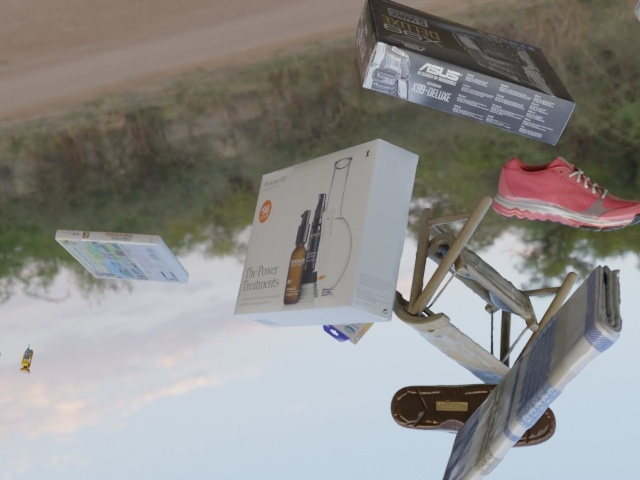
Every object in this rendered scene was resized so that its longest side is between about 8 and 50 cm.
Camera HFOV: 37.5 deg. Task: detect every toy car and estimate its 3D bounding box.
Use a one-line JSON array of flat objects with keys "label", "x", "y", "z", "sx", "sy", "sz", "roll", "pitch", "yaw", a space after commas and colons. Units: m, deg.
[{"label": "toy car", "x": -0.399, "y": 0.129, "z": 1.152, "sx": 0.060, "sy": 0.040, "sz": 0.122, "roll": 5, "pitch": 161, "yaw": 11}]

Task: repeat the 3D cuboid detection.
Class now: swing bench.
[{"label": "swing bench", "x": 0.265, "y": 0.105, "z": 1.580, "sx": 0.165, "sy": 0.253, "sz": 0.255, "roll": -13, "pitch": -135, "yaw": 51}]

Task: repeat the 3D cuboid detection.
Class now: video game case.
[{"label": "video game case", "x": -0.389, "y": 0.033, "z": 1.885, "sx": 0.206, "sy": 0.026, "sz": 0.227, "roll": 3, "pitch": 159, "yaw": 9}]

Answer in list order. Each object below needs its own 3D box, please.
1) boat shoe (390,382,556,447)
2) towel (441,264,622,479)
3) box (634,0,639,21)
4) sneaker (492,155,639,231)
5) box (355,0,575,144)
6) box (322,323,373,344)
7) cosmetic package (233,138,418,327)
[{"label": "boat shoe", "x": 0.243, "y": 0.271, "z": 1.507, "sx": 0.257, "sy": 0.095, "sz": 0.095, "roll": 9, "pitch": 173, "yaw": 9}, {"label": "towel", "x": 0.221, "y": 0.160, "z": 0.997, "sx": 0.285, "sy": 0.034, "sz": 0.209, "roll": -56, "pitch": 175, "yaw": 21}, {"label": "box", "x": 0.455, "y": -0.233, "z": 0.819, "sx": 0.311, "sy": 0.121, "sz": 0.148, "roll": -20, "pitch": 166, "yaw": -5}, {"label": "sneaker", "x": 0.513, "y": -0.101, "z": 1.938, "sx": 0.313, "sy": 0.136, "sz": 0.116, "roll": 8, "pitch": -165, "yaw": 18}, {"label": "box", "x": 0.209, "y": -0.265, "z": 1.441, "sx": 0.307, "sy": 0.076, "sz": 0.242, "roll": 16, "pitch": -152, "yaw": -9}, {"label": "box", "x": 0.067, "y": 0.136, "z": 1.799, "sx": 0.081, "sy": 0.028, "sz": 0.136, "roll": 34, "pitch": -105, "yaw": 31}, {"label": "cosmetic package", "x": 0.000, "y": 0.000, "z": 1.650, "sx": 0.097, "sy": 0.284, "sz": 0.377, "roll": 21, "pitch": 162, "yaw": -30}]
